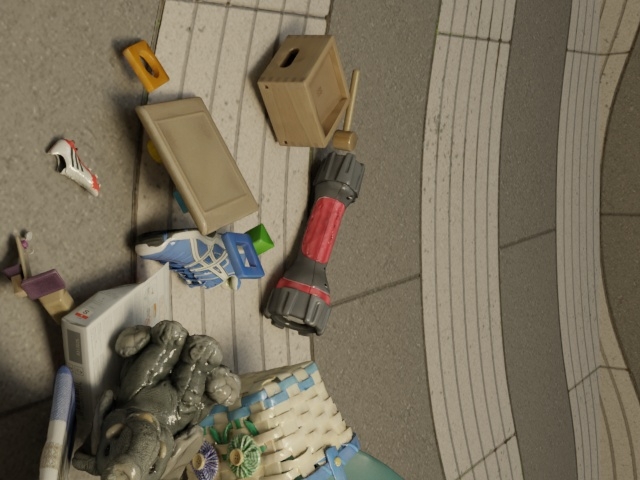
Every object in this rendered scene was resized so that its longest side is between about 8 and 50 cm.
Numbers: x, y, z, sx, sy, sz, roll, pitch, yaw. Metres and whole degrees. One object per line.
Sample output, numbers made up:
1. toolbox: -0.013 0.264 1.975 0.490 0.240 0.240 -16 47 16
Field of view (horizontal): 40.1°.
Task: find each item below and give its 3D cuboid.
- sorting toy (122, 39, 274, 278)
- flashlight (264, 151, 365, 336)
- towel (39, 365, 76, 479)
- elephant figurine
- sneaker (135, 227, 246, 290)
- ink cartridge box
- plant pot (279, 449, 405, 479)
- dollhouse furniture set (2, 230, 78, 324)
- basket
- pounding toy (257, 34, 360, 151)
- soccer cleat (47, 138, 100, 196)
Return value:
1. sorting toy: -0.169 -0.100 1.169 0.348 0.047 0.196 63 20 -2
2. flashlight: 0.000 0.000 1.432 0.103 0.103 0.304 45 57 -53
3. towel: -0.294 0.300 0.924 0.209 0.034 0.285 117 -22 -59
4. elephant figurine: -0.208 0.222 1.009 0.239 0.169 0.186 -68 145 -40
5. sneaker: -0.168 0.026 1.210 0.211 0.080 0.081 9 82 -54
6. ink cartridge box: -0.253 0.120 1.107 0.179 0.045 0.146 -50 148 -57
7. plant pot: 0.023 0.430 1.453 0.234 0.165 0.166 50 53 -35
8. dollhouse furniture set: -0.340 0.050 1.027 0.114 0.090 0.081 79 -12 -57
9. basket: -0.067 0.332 1.239 0.201 0.254 0.289 -28 96 -53
10. pounding toy: -0.008 -0.227 1.422 0.206 0.094 0.181 71 34 -43
11. soccer cleat: -0.298 -0.084 1.063 0.035 0.029 0.083 -46 126 -32
